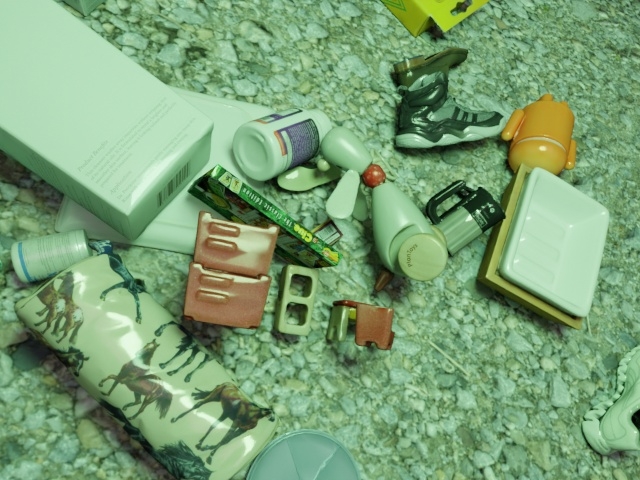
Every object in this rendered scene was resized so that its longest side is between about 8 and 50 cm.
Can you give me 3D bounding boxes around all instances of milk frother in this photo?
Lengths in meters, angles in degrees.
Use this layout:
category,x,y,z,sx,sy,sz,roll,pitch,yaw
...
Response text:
category,x,y,z,sx,sy,sz,roll,pitch,yaw
milk frother,0.288,-0.053,1.003,0.135,0.143,0.129,-37,82,6

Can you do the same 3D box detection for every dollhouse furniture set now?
category,x,y,z,sx,sy,sz,roll,pitch,yaw
dollhouse furniture set,-0.031,0.080,0.785,0.375,0.201,0.152,12,79,-16

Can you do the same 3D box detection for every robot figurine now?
category,x,y,z,sx,sy,sz,roll,pitch,yaw
robot figurine,0.504,-0.230,1.097,0.158,0.128,0.219,41,61,-41

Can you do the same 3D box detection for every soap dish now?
category,x,y,z,sx,sy,sz,roll,pitch,yaw
soap dish,0.469,0.012,1.012,0.229,0.118,0.290,29,68,-7

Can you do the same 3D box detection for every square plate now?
category,x,y,z,sx,sy,sz,roll,pitch,yaw
square plate,-0.270,-0.149,0.892,0.348,0.049,0.343,10,71,-13

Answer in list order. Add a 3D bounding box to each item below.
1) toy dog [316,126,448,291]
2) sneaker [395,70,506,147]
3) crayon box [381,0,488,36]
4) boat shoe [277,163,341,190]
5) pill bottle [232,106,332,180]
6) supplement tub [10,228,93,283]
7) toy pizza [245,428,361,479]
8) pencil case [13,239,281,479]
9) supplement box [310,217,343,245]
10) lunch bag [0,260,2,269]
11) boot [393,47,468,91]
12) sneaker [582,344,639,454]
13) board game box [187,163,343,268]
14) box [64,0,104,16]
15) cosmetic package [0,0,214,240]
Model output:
category,x,y,z,sx,sy,sz,roll,pitch,yaw
toy dog,0.097,-0.038,0.898,0.161,0.220,0.333,-41,63,16
sneaker,0.286,-0.291,1.038,0.269,0.101,0.153,-12,107,-16
crayon box,0.239,-0.643,1.173,0.202,0.081,0.318,-40,86,-22
boat shoe,-0.026,-0.128,0.960,0.133,0.042,0.048,-15,98,-20
pill bottle,-0.064,-0.192,0.910,0.108,0.108,0.193,52,45,4
supplement tub,-0.435,0.025,0.779,0.107,0.071,0.070,-14,78,-19
toy pizza,-0.028,0.420,0.793,0.202,0.032,0.201,4,73,-15
pencil case,-0.247,0.194,0.731,0.410,0.160,0.183,45,42,1
supplement box,0.000,0.000,0.903,0.055,0.083,0.043,-36,86,-22
lunch bag,-0.640,0.008,0.682,0.262,0.160,0.223,-33,81,-33
boot,0.269,-0.382,1.119,0.219,0.082,0.106,-22,102,-25
sneaker,0.666,0.321,0.977,0.110,0.118,0.292,47,66,4
board game box,-0.096,-0.030,0.819,0.260,0.136,0.030,36,70,-22
box,-0.510,-0.559,0.920,0.203,0.103,0.114,34,68,-4
cosmetic package,-0.391,-0.204,0.759,0.385,0.156,0.217,38,67,-3
